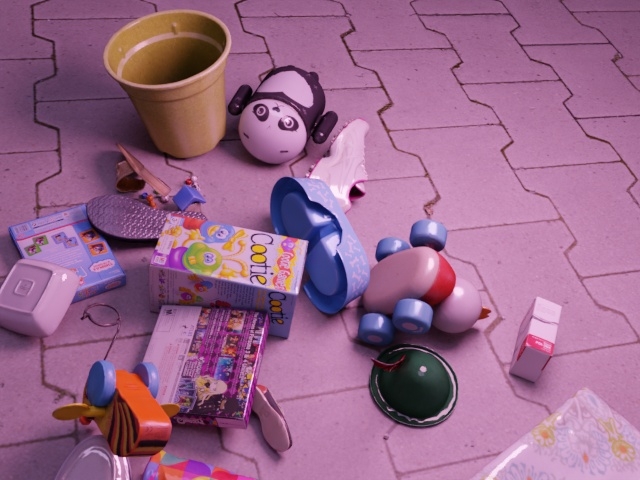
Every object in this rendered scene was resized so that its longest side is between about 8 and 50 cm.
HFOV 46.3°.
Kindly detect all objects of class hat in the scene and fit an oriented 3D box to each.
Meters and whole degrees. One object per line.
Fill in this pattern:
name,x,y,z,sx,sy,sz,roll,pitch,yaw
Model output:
hat,0.186,0.222,1.350,0.173,0.183,0.208,23,47,9

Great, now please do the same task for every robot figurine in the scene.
robot figurine,-0.088,-0.308,1.791,0.209,0.173,0.278,-12,36,32

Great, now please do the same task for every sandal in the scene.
sandal,-0.360,-0.028,1.558,0.255,0.054,0.097,12,61,-19
sandal,-0.414,-0.137,1.632,0.079,0.088,0.240,-50,46,-4

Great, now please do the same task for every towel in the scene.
towel,0.461,0.449,1.264,0.374,0.090,0.320,-25,58,-30

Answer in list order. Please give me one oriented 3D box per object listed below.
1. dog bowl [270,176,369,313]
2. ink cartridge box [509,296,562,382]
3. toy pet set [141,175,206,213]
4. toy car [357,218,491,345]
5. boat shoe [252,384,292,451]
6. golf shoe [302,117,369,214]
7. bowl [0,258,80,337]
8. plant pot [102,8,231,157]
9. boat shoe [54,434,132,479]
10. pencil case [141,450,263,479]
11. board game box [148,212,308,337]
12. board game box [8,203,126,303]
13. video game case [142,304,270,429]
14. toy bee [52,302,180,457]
dog bowl,0.000,0.000,1.512,0.074,0.166,0.297,-16,68,-34
ink cartridge box,0.427,0.195,1.482,0.056,0.099,0.135,21,48,8
toy pet set,-0.312,-0.105,1.633,0.122,0.065,0.114,-23,56,-28
toy car,0.226,0.121,1.490,0.238,0.210,0.219,30,56,-23
boat shoe,-0.084,0.310,1.312,0.043,0.049,0.137,19,27,-53
golf shoe,0.059,-0.165,1.750,0.140,0.115,0.306,31,55,3
bowl,-0.531,0.097,1.371,0.142,0.053,0.142,11,63,19
plant pot,-0.320,-0.336,1.697,0.276,0.254,0.276,-2,50,3
boat shoe,-0.359,0.425,1.070,0.136,0.156,0.367,11,47,-2
pencil case,-0.171,0.398,1.175,0.236,0.104,0.104,16,47,3
board game box,-0.177,0.068,1.448,0.275,0.144,0.142,12,46,-1
board game box,-0.504,0.030,1.488,0.160,0.039,0.211,-20,54,-27
video game case,-0.212,0.220,1.340,0.210,0.041,0.232,2,47,8
toy bee,-0.324,0.260,1.207,0.195,0.162,0.298,19,21,-18
